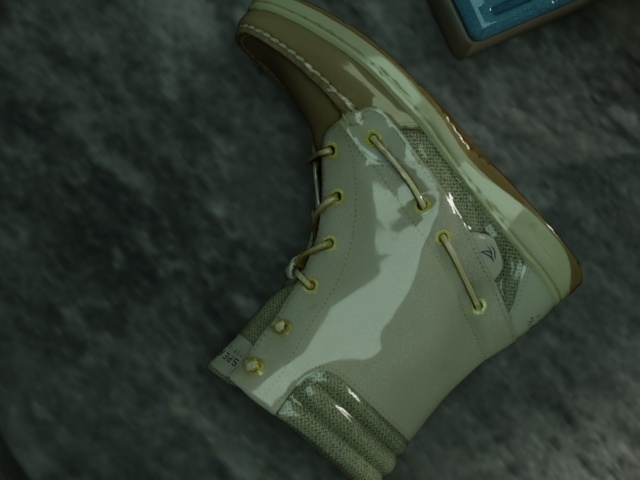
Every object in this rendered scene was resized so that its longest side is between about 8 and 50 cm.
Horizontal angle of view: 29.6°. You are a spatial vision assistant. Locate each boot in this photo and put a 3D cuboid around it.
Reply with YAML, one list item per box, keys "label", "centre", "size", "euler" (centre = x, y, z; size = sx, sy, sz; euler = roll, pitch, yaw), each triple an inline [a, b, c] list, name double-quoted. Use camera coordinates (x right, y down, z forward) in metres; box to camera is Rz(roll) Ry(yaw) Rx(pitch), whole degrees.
- label: "boot"
  centre: [0.000, 0.000, 0.588]
  size: [0.213, 0.077, 0.165]
  euler: [45, 84, -2]

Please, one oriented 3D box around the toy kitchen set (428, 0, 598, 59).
- label: "toy kitchen set"
  centre: [0.090, -0.219, 0.572]
  size: [0.122, 0.166, 0.207]
  euler: [-25, 86, -7]
